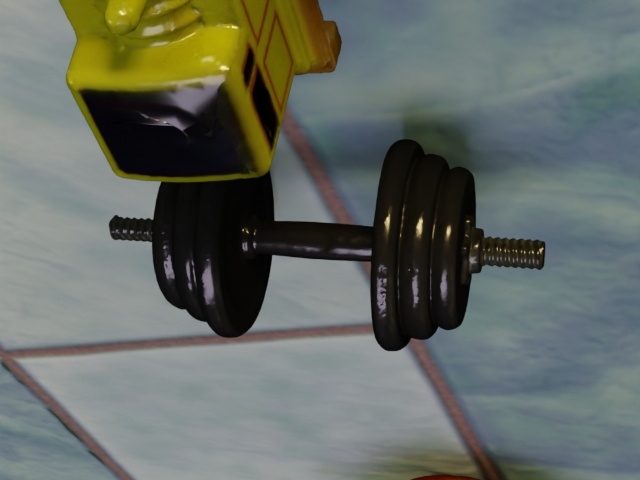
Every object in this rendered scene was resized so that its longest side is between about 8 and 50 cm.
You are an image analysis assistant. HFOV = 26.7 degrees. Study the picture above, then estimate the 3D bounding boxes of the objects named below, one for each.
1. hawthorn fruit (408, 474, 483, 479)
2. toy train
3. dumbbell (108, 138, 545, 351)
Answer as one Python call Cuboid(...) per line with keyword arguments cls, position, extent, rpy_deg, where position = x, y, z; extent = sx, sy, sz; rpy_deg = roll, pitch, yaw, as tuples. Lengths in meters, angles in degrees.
Cuboid(cls="hawthorn fruit", position=(0.077, 0.228, 0.898), extent=(0.194, 0.157, 0.157), rpy_deg=(26, 146, 10))
Cuboid(cls="toy train", position=(-0.052, -0.109, 0.473), extent=(0.089, 0.127, 0.219), rpy_deg=(0, 144, 14))
Cuboid(cls="dumbbell", position=(0.000, 0.000, 0.633), extent=(0.208, 0.099, 0.099), rpy_deg=(3, 144, 13))
